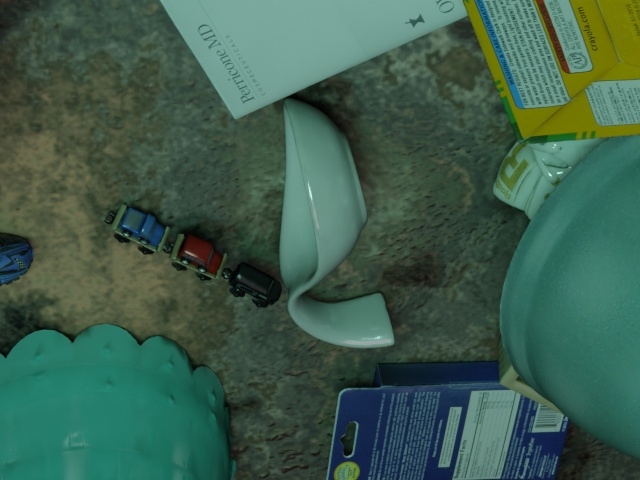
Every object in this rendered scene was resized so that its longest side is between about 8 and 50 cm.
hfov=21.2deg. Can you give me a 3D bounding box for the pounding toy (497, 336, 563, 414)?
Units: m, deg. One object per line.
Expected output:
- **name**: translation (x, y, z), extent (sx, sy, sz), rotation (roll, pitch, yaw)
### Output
- **pounding toy**: translation (0.247, 0.075, 1.500), extent (0.130, 0.100, 0.141), rotation (26, 117, -10)

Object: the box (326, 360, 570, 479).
- **box**: translation (0.119, 0.171, 1.589), extent (0.225, 0.036, 0.136), rotation (-1, 130, -11)

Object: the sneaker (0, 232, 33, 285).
- **sneaker**: translation (-0.318, -0.018, 1.328), extent (0.221, 0.083, 0.087), rotation (17, 93, -38)

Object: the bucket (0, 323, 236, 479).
- **bucket**: translation (-0.206, 0.230, 1.490), extent (0.281, 0.183, 0.281), rotation (-5, 131, -5)

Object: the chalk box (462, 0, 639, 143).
- **chalk box**: translation (0.225, -0.224, 1.131), extent (0.179, 0.289, 0.180), rotation (-3, 128, 32)

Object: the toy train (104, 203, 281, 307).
- **toy train**: translation (-0.103, 0.013, 1.399), extent (0.158, 0.027, 0.036), rotation (26, 157, -12)

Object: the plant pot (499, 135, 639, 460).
- **plant pot**: translation (0.313, 0.066, 1.302), extent (0.293, 0.196, 0.293), rotation (-16, 129, -21)

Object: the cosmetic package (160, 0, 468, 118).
- **cosmetic package**: translation (-0.015, -0.238, 1.151), extent (0.225, 0.138, 0.224), rotation (-23, 130, 12)

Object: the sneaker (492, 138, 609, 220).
- **sneaker**: translation (0.179, -0.095, 1.325), extent (0.292, 0.108, 0.169), rotation (30, 117, -31)

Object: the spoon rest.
- **spoon rest**: translation (0.000, 0.000, 1.373), extent (0.084, 0.137, 0.276), rotation (-16, 141, 1)
